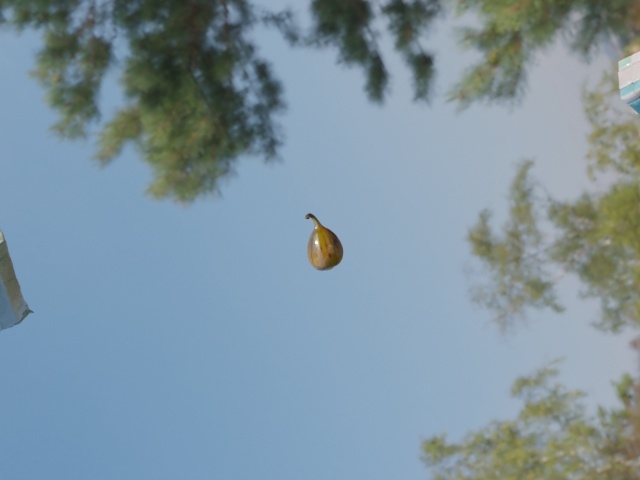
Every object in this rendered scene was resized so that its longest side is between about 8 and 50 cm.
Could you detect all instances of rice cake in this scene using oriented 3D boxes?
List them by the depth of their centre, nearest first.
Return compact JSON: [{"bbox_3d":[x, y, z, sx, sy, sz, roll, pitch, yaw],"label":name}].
[{"bbox_3d":[-0.411,0.069,1.287,0.043,0.127,0.237,53,161,18],"label":"rice cake"}]

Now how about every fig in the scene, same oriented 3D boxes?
[{"bbox_3d":[0.000,0.000,1.431,0.050,0.050,0.083,-70,-39,-66],"label":"fig"}]

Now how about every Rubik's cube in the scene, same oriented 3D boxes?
[{"bbox_3d":[0.422,-0.202,1.384,0.073,0.075,0.084,31,-114,-33],"label":"Rubik's cube"}]
